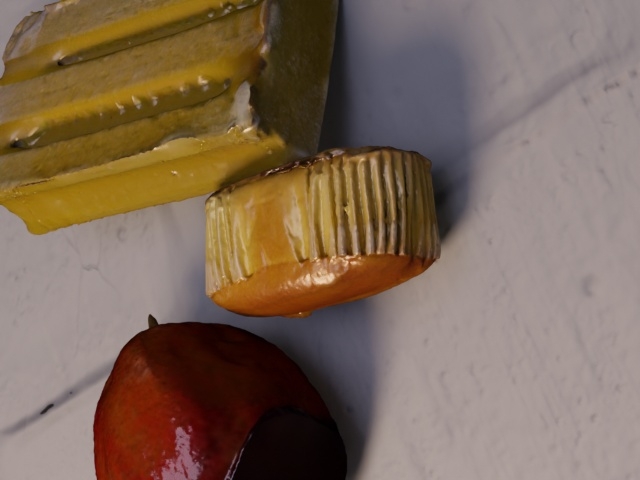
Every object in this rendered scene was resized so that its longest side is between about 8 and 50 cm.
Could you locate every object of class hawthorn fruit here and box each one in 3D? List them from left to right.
[{"bbox_3d":[-0.095,0.143,1.236,0.189,0.189,0.251,-49,55,23],"label":"hawthorn fruit"}]

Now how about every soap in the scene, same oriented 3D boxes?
[{"bbox_3d":[-0.139,-0.123,1.295,0.315,0.091,0.199,-13,55,34],"label":"soap"}]

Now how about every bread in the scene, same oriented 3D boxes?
[{"bbox_3d":[0.000,0.000,1.199,0.190,0.132,0.114,-12,80,38],"label":"bread"}]
